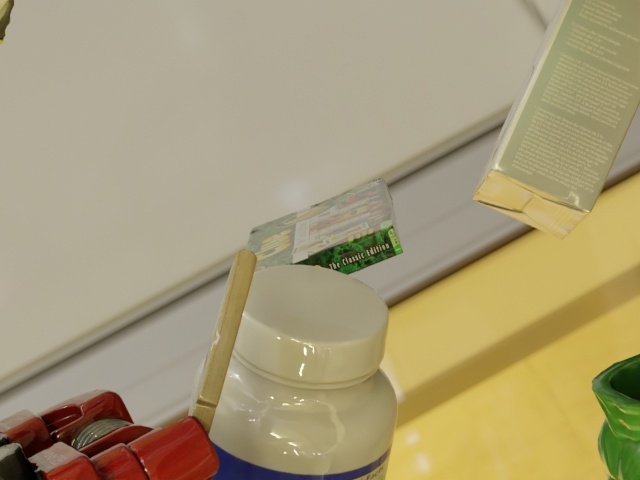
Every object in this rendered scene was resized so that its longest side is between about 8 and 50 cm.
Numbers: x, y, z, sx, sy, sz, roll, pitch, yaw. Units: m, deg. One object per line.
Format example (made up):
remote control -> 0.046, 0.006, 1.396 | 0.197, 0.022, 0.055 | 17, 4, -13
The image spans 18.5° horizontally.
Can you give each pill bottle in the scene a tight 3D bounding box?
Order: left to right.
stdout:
pill bottle -> -0.026, 0.161, 1.440 | 0.152, 0.152, 0.272 | -127, 39, -53

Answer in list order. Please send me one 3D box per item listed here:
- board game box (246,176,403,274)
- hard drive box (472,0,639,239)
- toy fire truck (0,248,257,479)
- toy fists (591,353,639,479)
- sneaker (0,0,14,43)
board game box -> 0.000, 0.000, 1.680 | 0.259, 0.136, 0.030 | -92, -22, -80
hard drive box -> 0.216, -0.131, 1.612 | 0.089, 0.232, 0.181 | 25, 173, 2
toy fire truck -> -0.133, 0.127, 1.291 | 0.158, 0.246, 0.217 | 65, 164, -8
toy fists -> 0.240, 0.155, 1.049 | 0.279, 0.096, 0.142 | 12, 120, 60
sneaker -> -0.294, -0.102, 1.126 | 0.145, 0.384, 0.147 | 30, -167, 35
